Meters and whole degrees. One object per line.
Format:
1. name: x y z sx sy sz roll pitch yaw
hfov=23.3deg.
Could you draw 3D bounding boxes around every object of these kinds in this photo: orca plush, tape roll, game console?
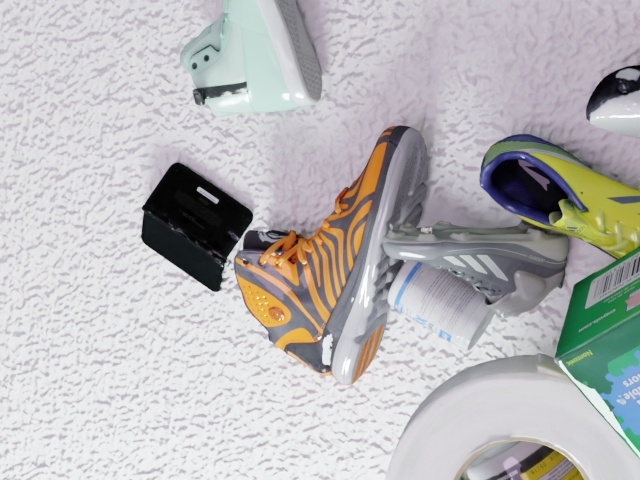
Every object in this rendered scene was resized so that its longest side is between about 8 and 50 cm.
1. orca plush: 0.406 -0.150 1.489 0.287 0.151 0.102 2 76 29
2. tape roll: 0.208 0.263 1.585 0.286 0.100 0.286 1 95 9
3. game console: -0.149 -0.016 1.860 0.122 0.071 0.107 34 88 13

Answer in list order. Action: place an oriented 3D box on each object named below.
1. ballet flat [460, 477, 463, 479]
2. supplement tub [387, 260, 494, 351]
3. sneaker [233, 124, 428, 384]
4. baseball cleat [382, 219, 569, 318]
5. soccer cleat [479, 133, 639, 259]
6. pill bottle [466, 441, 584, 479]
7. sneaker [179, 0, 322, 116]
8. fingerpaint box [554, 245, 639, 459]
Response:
1. ballet flat: 0.132 0.260 1.792 0.041 0.041 0.114 -29 91 31
2. supplement tub: 0.135 0.067 1.709 0.107 0.071 0.071 32 118 16
3. sneaker: 0.000 0.000 1.725 0.180 0.124 0.321 25 115 17
4. baseball cleat: 0.164 0.032 1.632 0.206 0.072 0.109 -1 105 -10
5. soccer cleat: 0.290 -0.018 1.574 0.289 0.121 0.093 27 116 17
6. pill bottle: 0.262 0.306 1.692 0.119 0.119 0.208 -34 89 31
7. sneaker: -0.106 -0.257 1.710 0.151 0.094 0.256 -11 103 23
8. fingerpaint box: 0.508 0.106 1.431 0.445 0.163 0.371 -34 104 30
